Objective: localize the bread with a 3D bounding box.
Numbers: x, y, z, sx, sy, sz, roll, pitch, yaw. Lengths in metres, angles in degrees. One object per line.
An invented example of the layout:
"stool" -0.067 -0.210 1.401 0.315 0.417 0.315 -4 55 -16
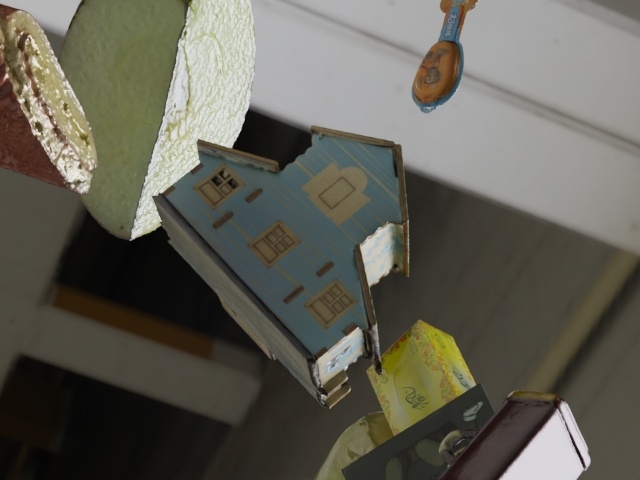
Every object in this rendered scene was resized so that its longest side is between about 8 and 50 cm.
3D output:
"bread" -0.244 -0.108 1.085 0.067 0.192 0.119 -73 179 -51

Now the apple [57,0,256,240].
"apple" -0.201 -0.182 1.938 0.179 0.254 0.346 -132 -127 -72

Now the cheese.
"cheese" 0.097 -0.148 1.215 0.047 0.017 0.111 2 -113 39

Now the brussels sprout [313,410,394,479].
"brussels sprout" 0.098 0.352 1.876 0.259 0.227 0.294 -39 139 -48

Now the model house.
"model house" 0.000 0.000 1.499 0.206 0.271 0.178 -40 156 -12

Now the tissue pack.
"tissue pack" 0.126 0.185 1.756 0.095 0.062 0.176 -45 -142 20

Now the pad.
"pad" 0.123 0.248 1.630 0.190 0.127 0.004 -29 -175 -24

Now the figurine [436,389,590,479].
"figurine" 0.128 0.186 1.233 0.154 0.082 0.098 -44 -141 -23
